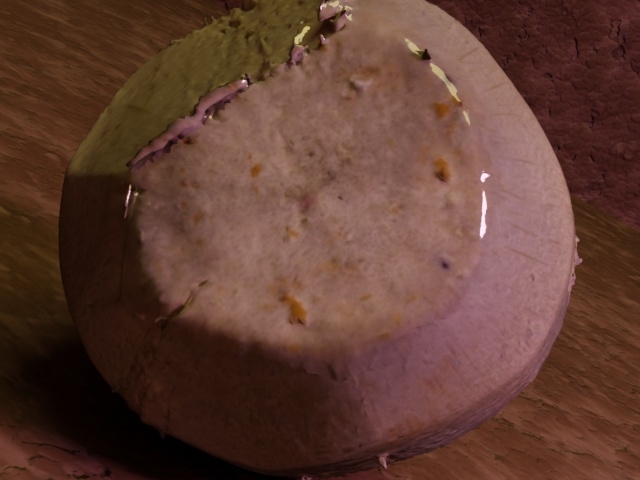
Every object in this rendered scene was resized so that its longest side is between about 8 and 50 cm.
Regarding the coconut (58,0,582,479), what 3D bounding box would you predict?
[{"bbox_3d":[0.000,0.000,1.202,0.346,0.346,0.360,29,-7,10],"label":"coconut"}]
